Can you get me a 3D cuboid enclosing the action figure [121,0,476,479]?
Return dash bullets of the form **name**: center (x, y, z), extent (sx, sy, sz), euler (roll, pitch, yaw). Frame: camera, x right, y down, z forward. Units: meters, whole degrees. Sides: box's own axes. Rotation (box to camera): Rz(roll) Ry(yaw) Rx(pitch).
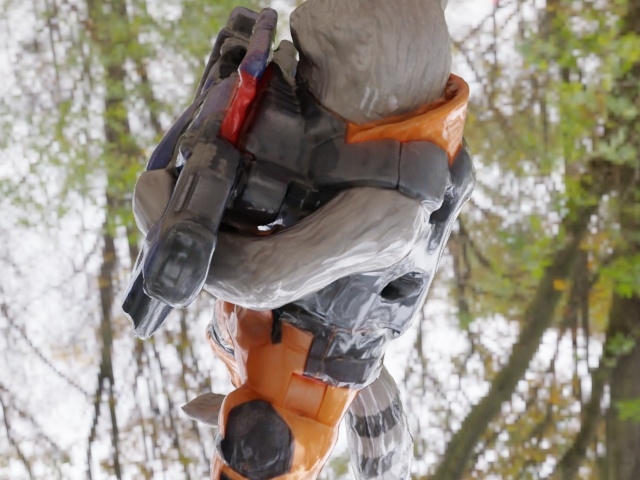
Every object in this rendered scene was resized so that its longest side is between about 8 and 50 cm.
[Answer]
- **action figure**: center (0.000, 0.000, 0.668), extent (0.179, 0.330, 0.341), euler (12, -147, -3)
